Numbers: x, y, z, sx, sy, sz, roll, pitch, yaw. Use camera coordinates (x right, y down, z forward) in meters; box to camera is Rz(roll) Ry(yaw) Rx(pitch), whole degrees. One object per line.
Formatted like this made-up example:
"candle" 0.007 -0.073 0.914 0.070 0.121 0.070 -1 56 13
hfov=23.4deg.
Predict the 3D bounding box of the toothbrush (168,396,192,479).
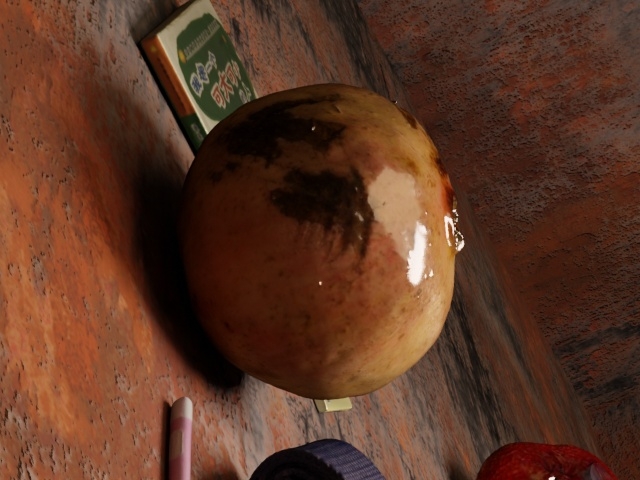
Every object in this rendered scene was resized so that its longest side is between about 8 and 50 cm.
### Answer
"toothbrush" -0.113 0.221 1.219 0.025 0.020 0.286 50 19 -31

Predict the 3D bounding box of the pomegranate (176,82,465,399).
"pomegranate" 0.000 0.000 1.518 0.322 0.322 0.322 60 14 -25

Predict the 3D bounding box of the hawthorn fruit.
"hawthorn fruit" 0.326 0.405 2.274 0.266 0.230 0.210 100 -18 -71

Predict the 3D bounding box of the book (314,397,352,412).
"book" 0.005 0.165 1.818 0.077 0.014 0.111 70 14 10

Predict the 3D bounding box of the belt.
"belt" 0.011 0.291 1.356 0.230 0.140 0.126 70 18 8

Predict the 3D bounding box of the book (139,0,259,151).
"book" -0.092 -0.104 1.850 0.371 0.043 0.260 63 14 -15
